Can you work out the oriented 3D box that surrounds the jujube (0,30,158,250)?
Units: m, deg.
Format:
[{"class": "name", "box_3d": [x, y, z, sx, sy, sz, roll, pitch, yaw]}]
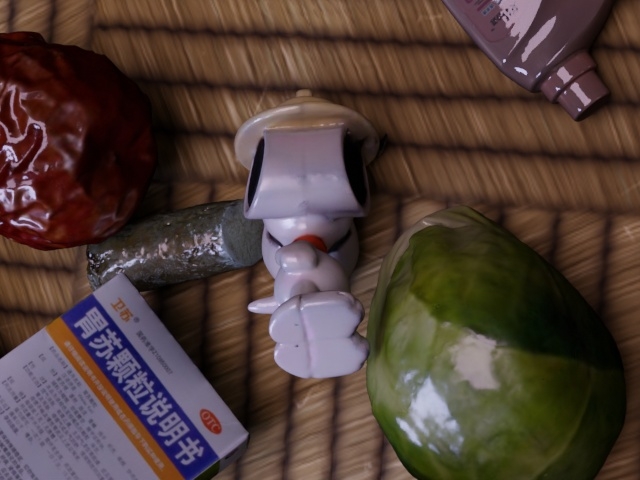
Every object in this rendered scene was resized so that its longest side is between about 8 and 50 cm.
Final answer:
[{"class": "jujube", "box_3d": [-0.279, -0.098, 1.657, 0.232, 0.213, 0.213, 15, 97, 40]}]

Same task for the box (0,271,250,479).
[{"class": "box", "box_3d": [-0.243, 0.201, 1.598, 0.299, 0.106, 0.200, -36, 79, -14]}]

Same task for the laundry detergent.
[{"class": "laundry detergent", "box_3d": [0.200, -0.235, 1.529, 0.171, 0.076, 0.237, -42, 75, 18]}]

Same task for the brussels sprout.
[{"class": "brussels sprout", "box_3d": [0.142, 0.099, 1.489, 0.210, 0.219, 0.271, -49, 47, 30]}]

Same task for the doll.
[{"class": "doll", "box_3d": [-0.002, -0.013, 1.528, 0.144, 0.271, 0.208, -6, 106, 1]}]

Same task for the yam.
[{"class": "yam", "box_3d": [-0.144, 0.008, 1.681, 0.179, 0.078, 0.078, -10, 87, 22]}]
